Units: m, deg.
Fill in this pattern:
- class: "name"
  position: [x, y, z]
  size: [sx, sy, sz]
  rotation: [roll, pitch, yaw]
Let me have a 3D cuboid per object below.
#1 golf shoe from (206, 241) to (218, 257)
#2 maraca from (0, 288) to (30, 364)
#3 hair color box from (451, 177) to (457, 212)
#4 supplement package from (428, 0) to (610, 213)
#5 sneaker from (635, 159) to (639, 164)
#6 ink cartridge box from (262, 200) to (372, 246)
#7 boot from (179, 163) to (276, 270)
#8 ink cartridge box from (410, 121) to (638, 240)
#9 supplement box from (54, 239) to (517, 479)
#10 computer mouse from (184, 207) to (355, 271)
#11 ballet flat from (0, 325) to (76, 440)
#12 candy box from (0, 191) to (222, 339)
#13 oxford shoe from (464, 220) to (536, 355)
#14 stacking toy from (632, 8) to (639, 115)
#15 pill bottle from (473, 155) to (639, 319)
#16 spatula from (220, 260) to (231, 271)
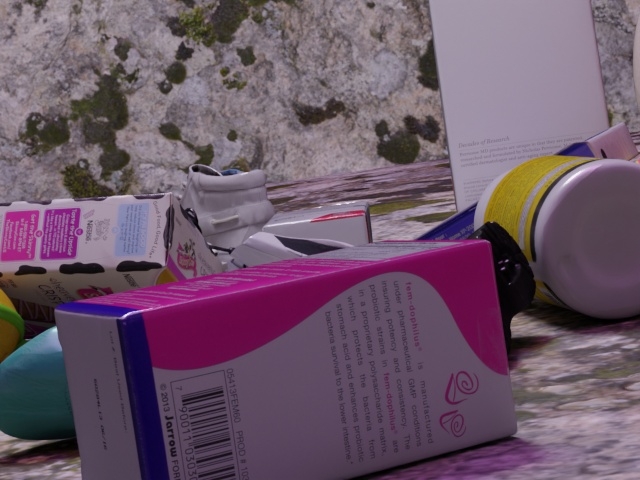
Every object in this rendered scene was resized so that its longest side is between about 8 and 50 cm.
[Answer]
- class: "golf shoe"
  position: [-0.152, 0.023, 1.892]
  size: [0.086, 0.067, 0.186]
  rotation: [-3, 15, -3]
- class: "maraca"
  position: [-0.297, 0.077, 1.415]
  size: [0.127, 0.099, 0.185]
  rotation: [-5, -20, 8]
- class: "hair color box"
  position: [0.259, -0.067, 2.231]
  size: [0.093, 0.053, 0.167]
  rotation: [-15, 10, -39]
- class: "supplement package"
  position: [0.219, -0.169, 1.933]
  size: [0.175, 0.293, 0.177]
  rotation: [-8, -9, 5]
- class: "sneaker"
  position: [0.328, -0.048, 1.722]
  size: [0.081, 0.094, 0.208]
  rotation: [-13, 6, -25]
- class: "ink cartridge box"
  position: [0.000, 0.000, 1.881]
  size: [0.109, 0.063, 0.150]
  rotation: [-8, 5, 4]
- class: "boot"
  position: [-0.137, -0.029, 2.071]
  size: [0.095, 0.123, 0.258]
  rotation: [-13, 7, -41]
- class: "ink cartridge box"
  position: [0.196, -0.038, 1.706]
  size: [0.206, 0.045, 0.208]
  rotation: [-32, -5, 24]
- class: "supplement box"
  position: [-0.017, 0.070, 0.950]
  size: [0.220, 0.111, 0.114]
  rotation: [-10, 5, -26]
- class: "computer mouse"
  position: [-0.046, 0.025, 1.590]
  size: [0.193, 0.042, 0.106]
  rotation: [8, -41, -11]
- class: "ballet flat"
  position: [-0.090, 0.081, 1.142]
  size: [0.247, 0.083, 0.087]
  rotation: [-13, 21, -28]
- class: "candy box"
  position: [-0.216, 0.027, 1.498]
  size: [0.233, 0.071, 0.159]
  rotation: [-4, -23, 13]
- class: "oxford shoe"
  position: [0.078, 0.059, 1.200]
  size: [0.096, 0.083, 0.227]
  rotation: [-32, -1, 23]
- class: "stacking toy"
  position: [0.502, -0.130, 1.569]
  size: [0.350, 0.350, 0.480]
  rotation: [-6, -9, 24]
- class: "pill bottle"
  position: [0.196, -0.007, 1.374]
  size: [0.119, 0.119, 0.208]
  rotation: [-9, 6, -11]
- class: "spatula"
  position: [-0.125, 0.040, 1.679]
  size: [0.168, 0.019, 0.242]
  rotation: [10, 12, 11]
